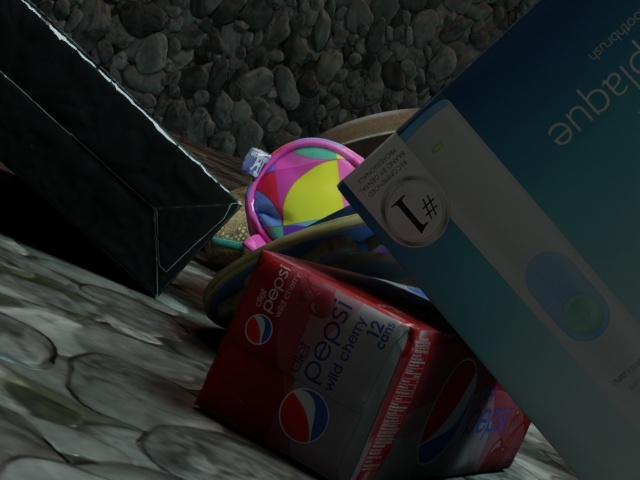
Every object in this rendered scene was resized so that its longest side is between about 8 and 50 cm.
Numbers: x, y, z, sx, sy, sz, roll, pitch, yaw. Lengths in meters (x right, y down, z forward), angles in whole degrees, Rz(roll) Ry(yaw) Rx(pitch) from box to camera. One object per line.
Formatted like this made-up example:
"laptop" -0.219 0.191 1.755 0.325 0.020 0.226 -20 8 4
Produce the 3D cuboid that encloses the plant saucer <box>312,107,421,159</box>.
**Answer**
"plant saucer" 0.083 -0.049 1.420 0.310 0.050 0.310 -5 -25 -3

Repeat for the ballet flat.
"ballet flat" -0.085 -0.014 1.275 0.067 0.073 0.206 9 3 -10

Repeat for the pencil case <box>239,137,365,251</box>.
"pencil case" 0.000 0.000 1.052 0.104 0.104 0.236 25 -10 12

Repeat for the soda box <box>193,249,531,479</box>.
"soda box" 0.043 0.071 0.766 0.092 0.083 0.263 26 4 24

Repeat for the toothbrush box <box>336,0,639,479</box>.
"toothbrush box" 0.190 0.017 0.677 0.295 0.216 0.126 51 13 11

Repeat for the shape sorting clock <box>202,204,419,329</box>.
"shape sorting clock" 0.029 0.024 0.887 0.206 0.040 0.206 -9 -16 -3

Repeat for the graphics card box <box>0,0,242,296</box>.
"graphics card box" -0.197 -0.098 1.065 0.233 0.094 0.371 44 -1 -16
